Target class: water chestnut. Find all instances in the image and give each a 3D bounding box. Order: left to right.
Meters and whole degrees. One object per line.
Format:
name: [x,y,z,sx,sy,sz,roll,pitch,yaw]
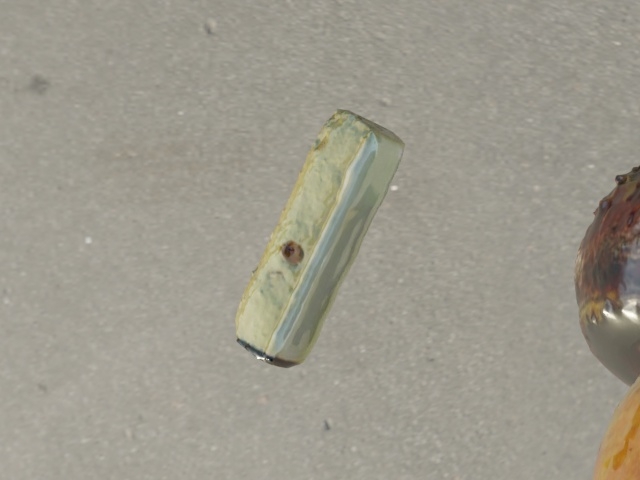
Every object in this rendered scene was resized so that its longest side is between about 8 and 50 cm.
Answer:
water chestnut: [0.393,0.076,1.169,0.350,0.350,0.302,13,69,29]

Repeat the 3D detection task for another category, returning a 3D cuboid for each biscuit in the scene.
biscuit: [0.000,0.000,0.912,0.056,0.052,0.188,30,98,51]

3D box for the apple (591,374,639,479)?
apple: [0.272,0.137,0.571,0.302,0.301,0.301,3,96,30]
